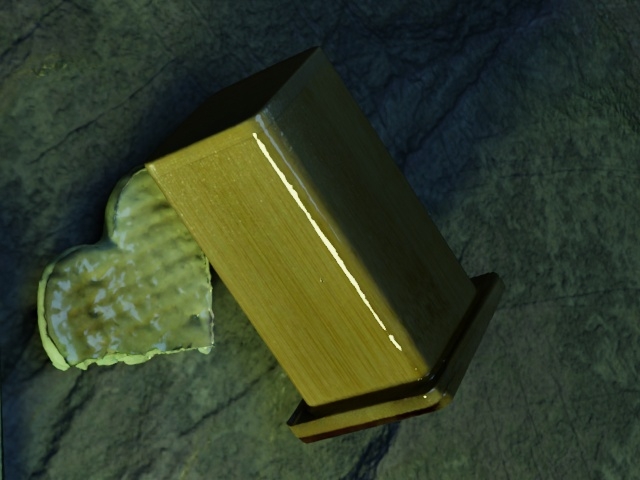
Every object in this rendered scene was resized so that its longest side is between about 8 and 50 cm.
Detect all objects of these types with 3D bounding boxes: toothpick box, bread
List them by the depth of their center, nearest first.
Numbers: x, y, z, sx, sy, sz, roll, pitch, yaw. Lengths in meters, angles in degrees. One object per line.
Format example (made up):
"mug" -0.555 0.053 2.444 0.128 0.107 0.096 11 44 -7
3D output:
"toothpick box" 0.000 0.000 1.324 0.308 0.187 0.190 56 42 -18
"bread" -0.161 0.040 1.324 0.172 0.064 0.232 41 63 -17

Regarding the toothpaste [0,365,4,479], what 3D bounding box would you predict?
"toothpaste" -0.303 0.222 1.205 0.099 0.061 0.392 3 82 -35
